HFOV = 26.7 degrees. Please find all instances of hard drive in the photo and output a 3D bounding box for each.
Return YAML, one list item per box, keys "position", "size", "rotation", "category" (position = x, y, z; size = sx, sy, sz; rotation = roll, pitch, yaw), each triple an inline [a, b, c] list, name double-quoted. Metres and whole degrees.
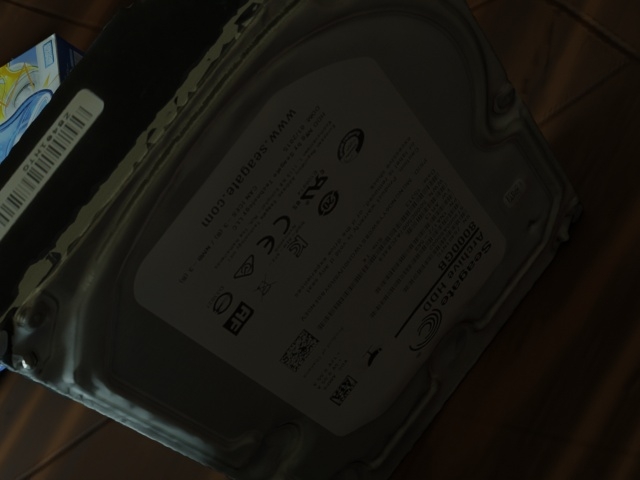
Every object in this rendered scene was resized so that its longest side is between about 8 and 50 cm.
- position: [0.000, 0.000, 0.634]
  size: [0.064, 0.339, 0.237]
  rotation: [35, 85, 32]
  category: "hard drive"

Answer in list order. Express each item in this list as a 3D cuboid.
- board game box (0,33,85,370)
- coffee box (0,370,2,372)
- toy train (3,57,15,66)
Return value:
- position: [-0.201, -0.019, 0.863]
  size: [0.136, 0.035, 0.201]
  rotation: [-27, 55, 22]
  category: "board game box"
- position: [-0.232, 0.018, 0.919]
  size: [0.113, 0.040, 0.184]
  rotation: [26, 80, 34]
  category: "coffee box"
- position: [-0.249, -0.104, 0.999]
  size: [0.083, 0.017, 0.024]
  rotation: [-43, 45, 3]
  category: "toy train"
